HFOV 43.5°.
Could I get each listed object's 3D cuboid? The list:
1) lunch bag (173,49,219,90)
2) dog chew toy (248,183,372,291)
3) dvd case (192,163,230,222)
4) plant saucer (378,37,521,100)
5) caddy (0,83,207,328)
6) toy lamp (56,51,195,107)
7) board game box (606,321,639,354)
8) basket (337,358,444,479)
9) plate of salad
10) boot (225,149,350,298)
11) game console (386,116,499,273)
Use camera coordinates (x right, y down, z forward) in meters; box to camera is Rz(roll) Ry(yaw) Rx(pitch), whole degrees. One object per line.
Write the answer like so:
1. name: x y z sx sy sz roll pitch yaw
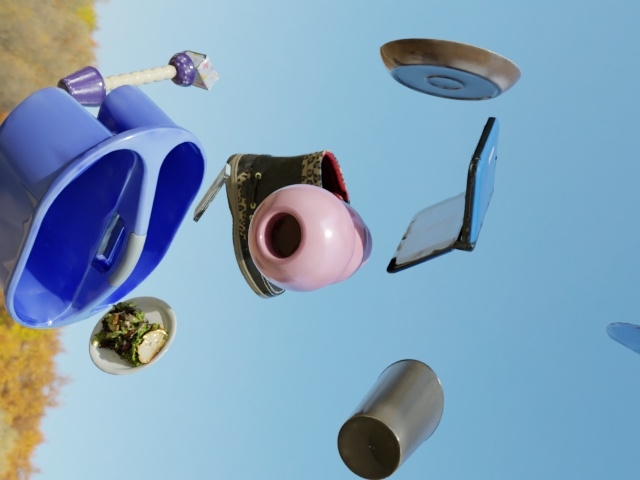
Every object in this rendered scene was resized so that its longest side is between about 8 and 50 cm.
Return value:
1. lunch bag: -0.269 -0.363 1.709 0.083 0.071 0.053 23 -113 29
2. dog chew toy: 0.000 0.000 1.604 0.206 0.332 0.207 -2 -94 26
3. dvd case: -0.220 -0.097 1.627 0.119 0.013 0.087 -52 -165 11
4. plant saucer: 0.273 -0.360 1.734 0.310 0.310 0.050 5 -99 61
5. caddy: -0.283 -0.031 1.000 0.179 0.241 0.341 47 -54 20
6. toy lamp: -0.368 -0.304 1.528 0.080 0.274 0.080 18 -63 39
7. board game box: 0.512 0.152 1.190 0.033 0.168 0.133 -60 176 -13
8. basket: 0.132 0.360 1.564 0.154 0.227 0.204 24 -70 18
9. plate of salad: -0.407 0.196 1.721 0.200 0.048 0.200 -8 -130 10
10. boot: -0.070 -0.042 1.958 0.284 0.138 0.377 -5 -81 31
11. game console: 0.245 -0.093 1.592 0.293 0.173 0.250 -56 150 -57
